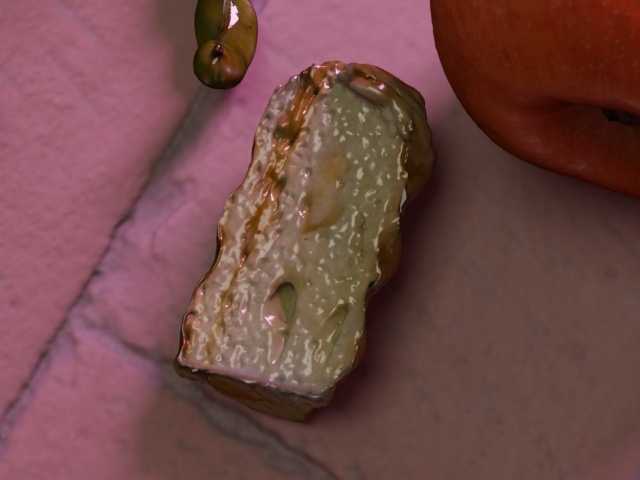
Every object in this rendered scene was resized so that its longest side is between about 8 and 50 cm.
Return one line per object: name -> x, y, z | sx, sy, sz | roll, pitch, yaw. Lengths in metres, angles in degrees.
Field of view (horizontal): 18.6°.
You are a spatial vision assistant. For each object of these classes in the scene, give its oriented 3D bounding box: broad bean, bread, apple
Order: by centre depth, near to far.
apple -> 0.194, -0.136, 1.129 | 0.271, 0.251, 0.206 | 19, 80, 12
bread -> 0.000, 0.000, 1.246 | 0.128, 0.088, 0.232 | 16, 84, 33
broad bean -> -0.067, -0.192, 1.345 | 0.048, 0.070, 0.214 | -1, 61, 1
